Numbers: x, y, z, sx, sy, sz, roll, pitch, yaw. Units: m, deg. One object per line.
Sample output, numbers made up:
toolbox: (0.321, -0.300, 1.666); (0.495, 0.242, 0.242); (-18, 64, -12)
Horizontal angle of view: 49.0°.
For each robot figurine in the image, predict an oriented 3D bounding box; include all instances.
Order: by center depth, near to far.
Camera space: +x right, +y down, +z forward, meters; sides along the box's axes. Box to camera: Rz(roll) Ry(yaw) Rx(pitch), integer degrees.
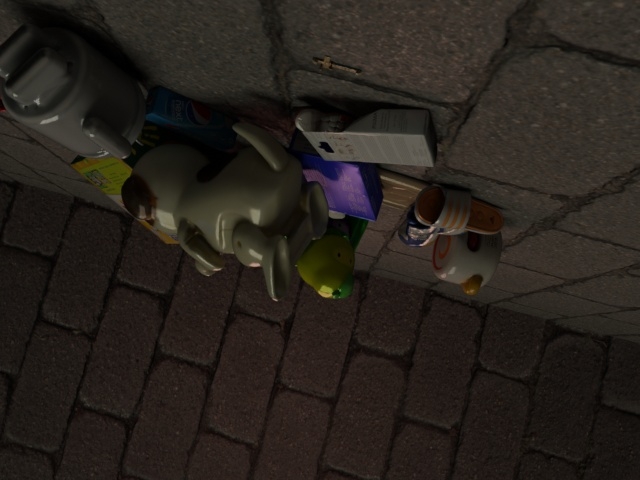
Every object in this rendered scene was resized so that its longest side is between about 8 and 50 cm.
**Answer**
robot figurine: (-0.482, -0.284, 1.397); (0.300, 0.199, 0.353); (54, -174, 20)

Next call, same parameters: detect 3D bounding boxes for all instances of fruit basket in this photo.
fruit basket: (0.000, 0.000, 2.126); (0.391, 0.283, 0.392); (25, -178, -1)

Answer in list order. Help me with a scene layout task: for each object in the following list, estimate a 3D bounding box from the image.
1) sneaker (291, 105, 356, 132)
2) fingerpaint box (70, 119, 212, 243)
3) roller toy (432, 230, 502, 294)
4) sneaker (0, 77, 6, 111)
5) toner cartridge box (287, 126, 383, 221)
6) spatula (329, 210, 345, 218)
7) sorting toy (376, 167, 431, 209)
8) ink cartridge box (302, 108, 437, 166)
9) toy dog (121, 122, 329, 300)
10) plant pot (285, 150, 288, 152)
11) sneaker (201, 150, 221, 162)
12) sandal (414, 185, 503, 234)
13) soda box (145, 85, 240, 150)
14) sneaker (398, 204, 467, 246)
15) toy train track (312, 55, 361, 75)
sneaker: (0.011, -0.240, 1.396); (0.157, 0.061, 0.065); (13, -154, -36)
fingerpaint box: (-0.439, -0.161, 1.910); (0.371, 0.163, 0.444); (43, 160, -23)
roller toy: (0.408, 0.030, 1.935); (0.146, 0.191, 0.209); (15, -160, -10)
sneaker: (-0.758, -0.364, 1.638); (0.278, 0.119, 0.107); (14, 171, 5)
toner cartridge box: (0.046, -0.152, 1.648); (0.165, 0.075, 0.348); (16, 166, 15)
spatula: (-0.033, -0.131, 1.895); (0.168, 0.019, 0.242); (0, 142, 16)
sorting toy: (0.167, -0.140, 1.804); (0.192, 0.038, 0.208); (16, 167, -8)
ink cartridge box: (0.102, -0.199, 1.360); (0.232, 0.066, 0.189); (9, 171, 16)
toy dog: (-0.238, -0.086, 1.559); (0.407, 0.285, 0.396); (12, 147, 22)
plant pot: (-0.108, -0.200, 1.761); (0.079, 0.084, 0.083); (5, 180, -43)
sneaker: (-0.299, -0.172, 2.121); (0.131, 0.112, 0.319); (18, 173, 0)
sandal: (0.354, -0.075, 1.710); (0.265, 0.102, 0.076); (9, 173, -23)
soda box: (-0.292, -0.273, 1.595); (0.210, 0.067, 0.071); (20, 170, -33)
sneaker: (0.273, -0.058, 1.880); (0.130, 0.112, 0.296); (11, 163, -23)
toy train track: (0.026, -0.283, 1.159); (0.083, 0.014, 0.048); (14, 172, -1)
